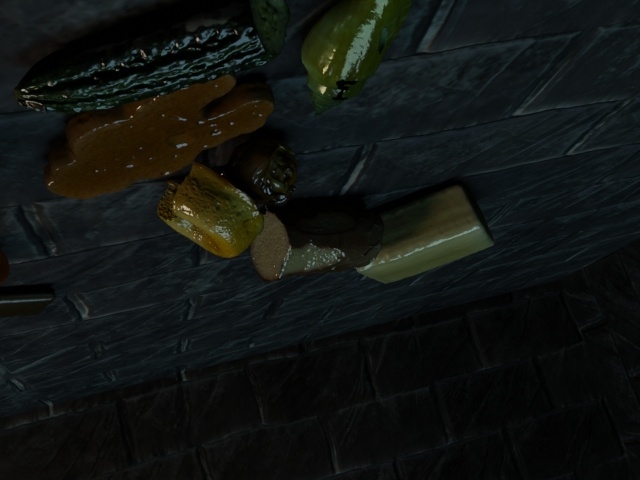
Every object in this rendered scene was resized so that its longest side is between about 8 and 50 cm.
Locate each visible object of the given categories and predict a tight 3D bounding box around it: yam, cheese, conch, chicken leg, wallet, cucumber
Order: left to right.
[{"bbox_3d":[-0.599,0.117,1.323,0.198,0.031,0.110,-1,160,-42],"label":"wallet"},{"bbox_3d":[-0.156,-0.173,0.686,0.265,0.077,0.077,-16,165,6],"label":"cucumber"},{"bbox_3d":[-0.111,-0.078,1.057,0.107,0.087,0.251,27,155,-19],"label":"chicken leg"},{"bbox_3d":[-0.001,-0.001,1.329,0.238,0.128,0.129,-6,161,-33],"label":"yam"},{"bbox_3d":[0.034,-0.207,0.761,0.201,0.079,0.095,-40,172,38],"label":"conch"},{"bbox_3d":[0.213,-0.010,1.533,0.266,0.123,0.242,-21,168,15],"label":"cheese"}]

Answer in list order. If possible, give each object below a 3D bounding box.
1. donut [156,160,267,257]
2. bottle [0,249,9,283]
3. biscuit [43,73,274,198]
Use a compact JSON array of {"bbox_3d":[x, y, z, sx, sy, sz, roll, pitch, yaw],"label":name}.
[{"bbox_3d":[-0.151,-0.032,1.001,0.146,0.078,0.181,38,157,-18],"label":"donut"},{"bbox_3d":[-0.566,0.064,1.099,0.187,0.069,0.069,-21,164,16],"label":"bottle"},{"bbox_3d":[-0.201,-0.127,0.849,0.295,0.044,0.186,-23,160,19],"label":"biscuit"}]
